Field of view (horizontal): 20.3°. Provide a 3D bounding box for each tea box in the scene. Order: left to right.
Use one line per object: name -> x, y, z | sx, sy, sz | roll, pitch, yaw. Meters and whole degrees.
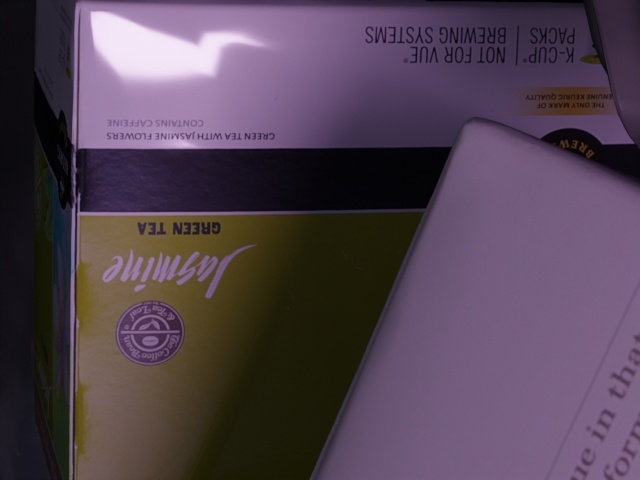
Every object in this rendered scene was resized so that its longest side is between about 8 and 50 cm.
tea box -> 0.000, 0.000, 1.077 | 0.220, 0.329, 0.323 | -133, 45, -69

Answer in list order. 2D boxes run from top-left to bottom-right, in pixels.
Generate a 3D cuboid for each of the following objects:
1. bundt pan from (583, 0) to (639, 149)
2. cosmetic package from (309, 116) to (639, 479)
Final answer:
bundt pan -> 0.248, -0.096, 0.656 | 0.331, 0.331, 0.124 | 44, 149, 51
cosmetic package -> 0.212, 0.192, 0.656 | 0.394, 0.329, 0.327 | 34, 104, 58
